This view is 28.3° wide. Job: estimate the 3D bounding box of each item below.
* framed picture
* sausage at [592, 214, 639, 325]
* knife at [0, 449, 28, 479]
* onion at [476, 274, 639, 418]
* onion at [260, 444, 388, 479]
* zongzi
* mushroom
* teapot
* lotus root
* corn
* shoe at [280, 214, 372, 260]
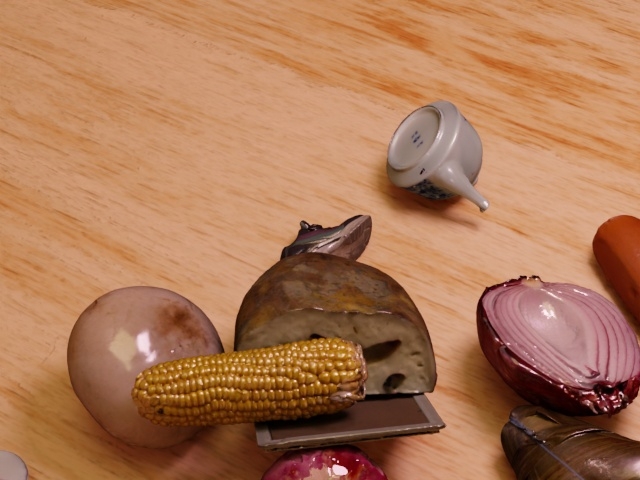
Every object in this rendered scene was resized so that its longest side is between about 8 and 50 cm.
[{"bbox_3d":[0.024,0.216,1.653,0.231,0.018,0.293,-5,9,-5],"label":"framed picture"},{"bbox_3d":[0.501,0.088,1.835,0.097,0.094,0.348,-17,48,-11],"label":"sausage"},{"bbox_3d":[-0.570,0.353,1.615,0.398,0.038,0.132,-9,44,-7],"label":"knife"},{"bbox_3d":[0.327,0.171,1.722,0.227,0.120,0.283,2,32,-16],"label":"onion"},{"bbox_3d":[0.007,0.333,1.548,0.177,0.153,0.177,-5,68,13],"label":"onion"},{"bbox_3d":[0.358,0.259,1.601,0.242,0.112,0.221,-37,45,9],"label":"zongzi"},{"bbox_3d":[-0.236,0.170,1.708,0.226,0.178,0.227,15,62,-30],"label":"mushroom"},{"bbox_3d":[0.198,-0.131,2.036,0.158,0.159,0.232,-9,36,-9],"label":"teapot"},{"bbox_3d":[0.018,0.097,1.739,0.266,0.149,0.260,-1,22,0],"label":"lotus root"},{"bbox_3d":[-0.086,0.183,1.574,0.293,0.106,0.106,-8,45,0],"label":"corn"},{"bbox_3d":[0.000,0.000,1.944,0.169,0.071,0.099,-37,53,-27],"label":"shoe"}]
